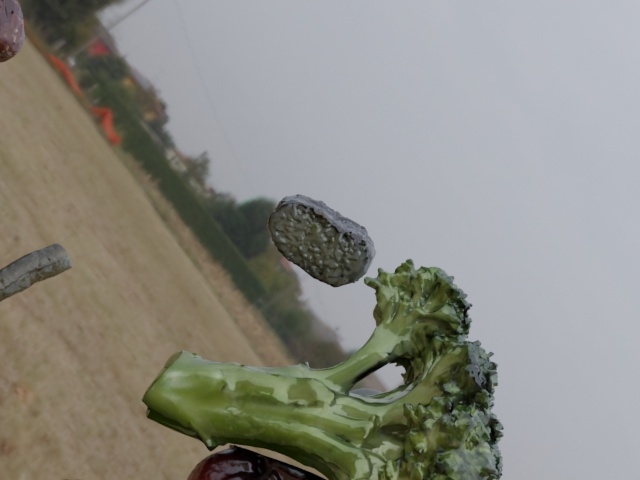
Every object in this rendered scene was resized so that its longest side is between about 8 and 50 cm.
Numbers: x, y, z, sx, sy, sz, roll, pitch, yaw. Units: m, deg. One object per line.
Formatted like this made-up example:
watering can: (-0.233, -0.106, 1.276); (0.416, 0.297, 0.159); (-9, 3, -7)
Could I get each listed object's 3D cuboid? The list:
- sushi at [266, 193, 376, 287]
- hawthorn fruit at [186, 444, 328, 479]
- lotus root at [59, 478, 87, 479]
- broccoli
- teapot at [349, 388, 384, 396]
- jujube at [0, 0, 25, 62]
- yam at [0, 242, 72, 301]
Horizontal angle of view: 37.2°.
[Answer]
sushi: (0.000, 0.000, 1.270); (0.150, 0.091, 0.078); (29, 17, 1)
hawthorn fruit: (-0.088, 0.361, 1.112); (0.189, 0.251, 0.189); (17, 10, -3)
lotus root: (-0.319, 0.427, 1.326); (0.275, 0.160, 0.152); (75, 16, -55)
broccoli: (0.012, 0.249, 1.084); (0.275, 0.396, 0.353); (88, -13, -45)
teapot: (0.081, 0.304, 1.450); (0.166, 0.130, 0.119); (53, -10, 11)
jujube: (-0.400, -0.280, 1.151); (0.077, 0.077, 0.129); (71, 4, -78)
yam: (-0.570, 0.083, 1.678); (0.061, 0.274, 0.061); (37, -37, 35)
